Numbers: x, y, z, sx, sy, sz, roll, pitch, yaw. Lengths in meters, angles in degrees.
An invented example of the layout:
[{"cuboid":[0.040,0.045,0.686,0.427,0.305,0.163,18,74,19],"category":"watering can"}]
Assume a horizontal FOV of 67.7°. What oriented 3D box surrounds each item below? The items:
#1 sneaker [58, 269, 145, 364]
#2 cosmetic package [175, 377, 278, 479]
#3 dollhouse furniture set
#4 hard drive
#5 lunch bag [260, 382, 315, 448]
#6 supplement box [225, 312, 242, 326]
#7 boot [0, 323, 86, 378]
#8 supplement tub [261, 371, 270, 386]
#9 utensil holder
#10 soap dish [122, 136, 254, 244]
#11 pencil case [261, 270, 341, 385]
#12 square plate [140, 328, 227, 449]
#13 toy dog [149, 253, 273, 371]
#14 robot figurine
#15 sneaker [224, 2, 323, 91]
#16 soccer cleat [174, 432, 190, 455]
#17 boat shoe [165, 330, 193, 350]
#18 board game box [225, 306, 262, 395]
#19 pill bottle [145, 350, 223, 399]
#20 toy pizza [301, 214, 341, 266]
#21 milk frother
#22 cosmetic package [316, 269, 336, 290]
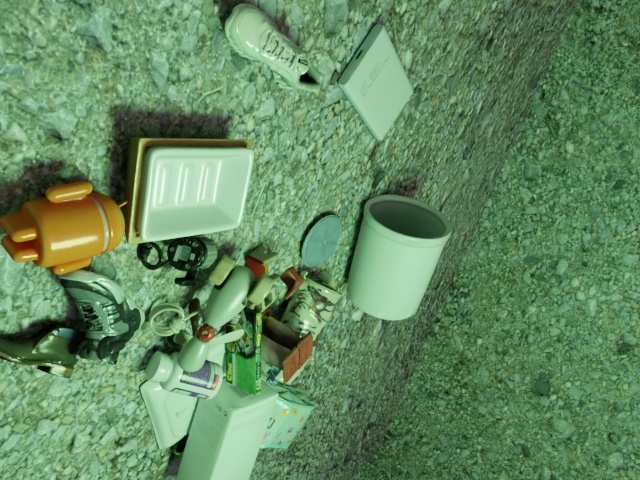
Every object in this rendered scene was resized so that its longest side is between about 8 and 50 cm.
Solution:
[{"cuboid":[-0.484,0.175,1.029,0.268,0.101,0.153,72,27,-55],"category":"sneaker"},{"cuboid":[-0.308,0.646,1.567,0.217,0.156,0.384,1,115,-54],"category":"cosmetic package"},{"cuboid":[-0.146,0.231,1.459,0.152,0.201,0.373,-40,141,-43],"category":"dollhouse furniture set"},{"cuboid":[0.181,-0.482,1.495,0.210,0.040,0.319,-57,148,-2],"category":"hard drive"},{"cuboid":[-0.185,0.688,1.877,0.262,0.160,0.223,32,93,-47],"category":"lunch bag"},{"cuboid":[-0.280,0.213,1.406,0.043,0.083,0.055,-59,149,0],"category":"supplement box"},{"cuboid":[-0.599,0.210,1.001,0.219,0.082,0.106,51,52,-53],"category":"boot"},{"cuboid":[-0.230,0.511,1.742,0.071,0.071,0.107,-48,147,-17],"category":"supplement tub"},{"cuboid":[0.286,0.067,1.843,0.328,0.328,0.385,-22,135,-44],"category":"utensil holder"},{"cuboid":[-0.296,-0.124,1.064,0.291,0.118,0.228,-13,126,-49],"category":"soap dish"},{"cuboid":[-0.082,0.309,1.689,0.184,0.160,0.410,22,99,-32],"category":"pencil case"},{"cuboid":[-0.381,0.477,1.527,0.344,0.049,0.347,-32,139,-36],"category":"square plate"},{"cuboid":[-0.277,0.182,1.306,0.334,0.220,0.161,-37,-172,0],"category":"toy dog"},{"cuboid":[-0.473,-0.022,0.905,0.219,0.128,0.158,-18,94,-46],"category":"robot figurine"},{"cuboid":[-0.095,-0.431,1.090,0.292,0.118,0.110,20,102,-56],"category":"sneaker"},{"cuboid":[-0.416,0.656,1.610,0.179,0.060,0.072,-41,166,-23],"category":"soccer cleat"},{"cuboid":[-0.393,0.288,1.359,0.133,0.042,0.048,64,42,-54],"category":"boat shoe"},{"cuboid":[-0.235,0.327,1.450,0.030,0.136,0.259,-14,110,-54],"category":"board game box"},{"cuboid":[-0.383,0.375,1.342,0.194,0.108,0.108,29,92,-35],"category":"pill bottle"},{"cuboid":[0.000,0.000,1.663,0.201,0.032,0.201,-35,141,-35],"category":"toy pizza"},{"cuboid":[-0.346,0.032,1.165,0.129,0.143,0.135,-55,177,0],"category":"milk frother"},{"cuboid":[0.024,0.171,1.813,0.041,0.060,0.115,-40,142,-27],"category":"cosmetic package"}]
